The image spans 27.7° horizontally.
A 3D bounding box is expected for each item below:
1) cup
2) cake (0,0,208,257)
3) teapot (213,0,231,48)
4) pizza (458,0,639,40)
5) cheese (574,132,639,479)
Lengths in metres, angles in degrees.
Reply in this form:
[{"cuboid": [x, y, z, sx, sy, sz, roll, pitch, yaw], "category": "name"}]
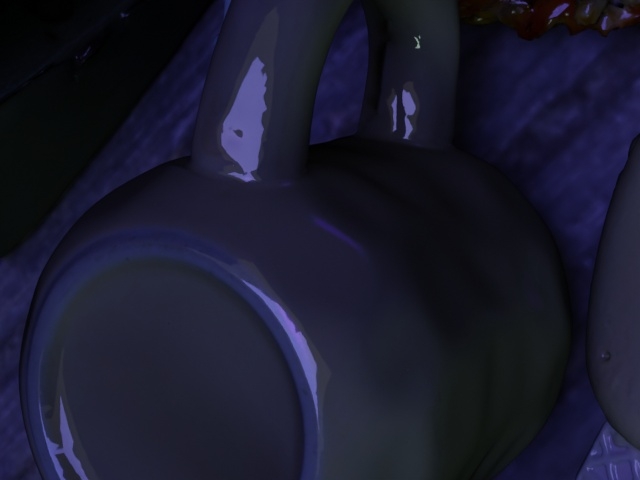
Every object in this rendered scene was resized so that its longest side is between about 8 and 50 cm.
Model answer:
[{"cuboid": [0.014, 0.013, 0.515, 0.173, 0.202, 0.255, 38, 114, 20], "category": "cup"}, {"cuboid": [-0.157, -0.122, 0.707, 0.284, 0.172, 0.158, -39, 76, -15], "category": "cake"}, {"cuboid": [-0.030, -0.198, 0.579, 0.159, 0.159, 0.232, -19, 52, 25], "category": "teapot"}, {"cuboid": [0.092, -0.139, 0.564, 0.193, 0.053, 0.201, -38, 89, 34], "category": "pizza"}, {"cuboid": [0.146, 0.063, 0.546, 0.127, 0.054, 0.251, 45, 120, 45], "category": "cheese"}]
